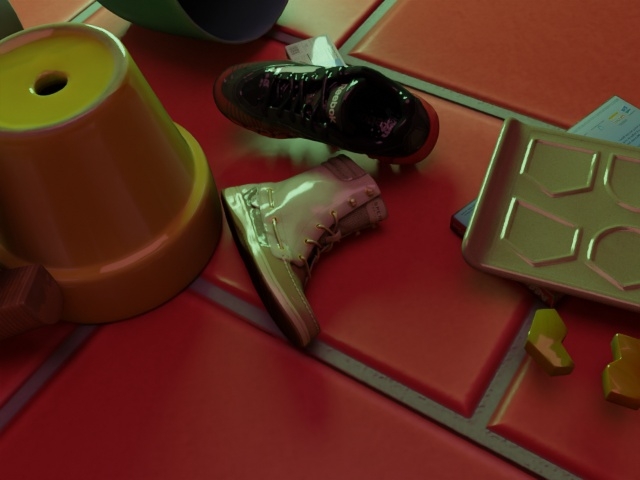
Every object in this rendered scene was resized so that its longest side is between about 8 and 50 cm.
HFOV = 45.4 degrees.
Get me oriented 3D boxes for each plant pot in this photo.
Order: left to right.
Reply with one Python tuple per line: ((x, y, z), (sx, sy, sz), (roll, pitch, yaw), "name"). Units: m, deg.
((-0.247, -0.080, 0.798), (0.254, 0.239, 0.254), (-3, 53, 3), "plant pot")
((-0.207, -0.420, 1.041), (0.235, 0.293, 0.293), (11, 53, 32), "plant pot")

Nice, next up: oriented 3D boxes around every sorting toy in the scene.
((0.262, 0.012, 0.768), (0.229, 0.041, 0.307), (17, 56, 13), "sorting toy")

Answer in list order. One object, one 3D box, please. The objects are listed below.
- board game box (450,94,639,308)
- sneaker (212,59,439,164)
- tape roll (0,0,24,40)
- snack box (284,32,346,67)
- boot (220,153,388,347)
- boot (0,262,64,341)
((0.296, -0.054, 0.853), (0.281, 0.027, 0.145), (-35, 56, -20), "board game box")
((-0.001, -0.158, 0.876), (0.276, 0.135, 0.098), (15, 92, 10), "sneaker")
((-0.492, -0.291, 1.001), (0.219, 0.219, 0.072), (22, 56, 22), "tape roll")
((0.010, -0.207, 1.006), (0.064, 0.022, 0.178), (-18, 52, -7), "snack box")
((0.000, 0.000, 0.814), (0.165, 0.077, 0.213), (-19, 52, -12), "boot")
((-0.395, 0.001, 0.696), (0.211, 0.295, 0.104), (-11, 39, 17), "boot")
